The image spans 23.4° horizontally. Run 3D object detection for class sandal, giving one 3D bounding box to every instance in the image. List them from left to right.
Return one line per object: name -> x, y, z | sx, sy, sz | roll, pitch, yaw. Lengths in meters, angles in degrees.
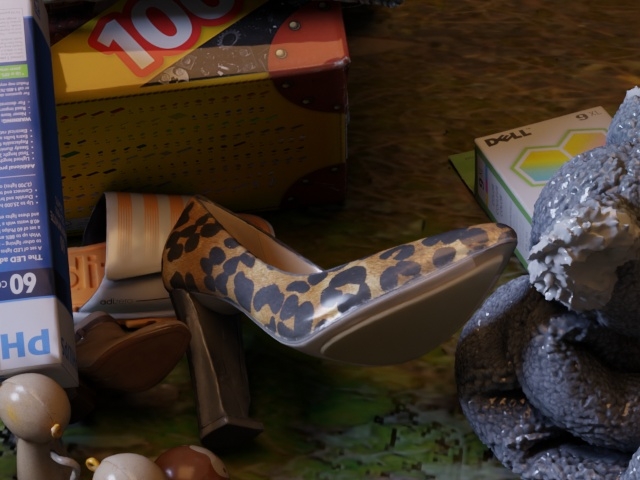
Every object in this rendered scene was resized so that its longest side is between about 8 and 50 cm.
sandal -> -0.161, 0.012, 1.117 | 0.265, 0.076, 0.102 | -11, 40, -9

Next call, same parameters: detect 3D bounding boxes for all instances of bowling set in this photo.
bowling set -> -0.151, 0.143, 0.896 | 0.287, 0.154, 0.200 | 28, 49, 32

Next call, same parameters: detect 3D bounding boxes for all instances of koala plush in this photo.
koala plush -> 0.179, 0.031, 0.950 | 0.203, 0.221, 0.196 | 16, 44, 23

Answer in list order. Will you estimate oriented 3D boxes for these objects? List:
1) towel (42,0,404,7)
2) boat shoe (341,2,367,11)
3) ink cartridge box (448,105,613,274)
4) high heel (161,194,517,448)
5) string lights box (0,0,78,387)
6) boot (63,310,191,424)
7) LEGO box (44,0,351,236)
towel -> -0.096, -0.293, 1.119 | 0.324, 0.056, 0.312 | 0, 64, -2
boat shoe -> -0.099, -0.208, 1.386 | 0.319, 0.116, 0.099 | -3, 76, -6
ink cartridge box -> 0.184, -0.041, 1.162 | 0.109, 0.062, 0.209 | -15, 40, -12
high heel -> 0.000, 0.000, 0.994 | 0.261, 0.093, 0.186 | -32, 54, 28
string lights box -> -0.233, -0.032, 0.977 | 0.133, 0.077, 0.260 | -6, 75, -2
boot -> -0.142, 0.073, 1.041 | 0.118, 0.042, 0.087 | -33, 28, 5
LEGO box -> -0.245, -0.201, 1.202 | 0.500, 0.193, 0.372 | -8, 61, -3
